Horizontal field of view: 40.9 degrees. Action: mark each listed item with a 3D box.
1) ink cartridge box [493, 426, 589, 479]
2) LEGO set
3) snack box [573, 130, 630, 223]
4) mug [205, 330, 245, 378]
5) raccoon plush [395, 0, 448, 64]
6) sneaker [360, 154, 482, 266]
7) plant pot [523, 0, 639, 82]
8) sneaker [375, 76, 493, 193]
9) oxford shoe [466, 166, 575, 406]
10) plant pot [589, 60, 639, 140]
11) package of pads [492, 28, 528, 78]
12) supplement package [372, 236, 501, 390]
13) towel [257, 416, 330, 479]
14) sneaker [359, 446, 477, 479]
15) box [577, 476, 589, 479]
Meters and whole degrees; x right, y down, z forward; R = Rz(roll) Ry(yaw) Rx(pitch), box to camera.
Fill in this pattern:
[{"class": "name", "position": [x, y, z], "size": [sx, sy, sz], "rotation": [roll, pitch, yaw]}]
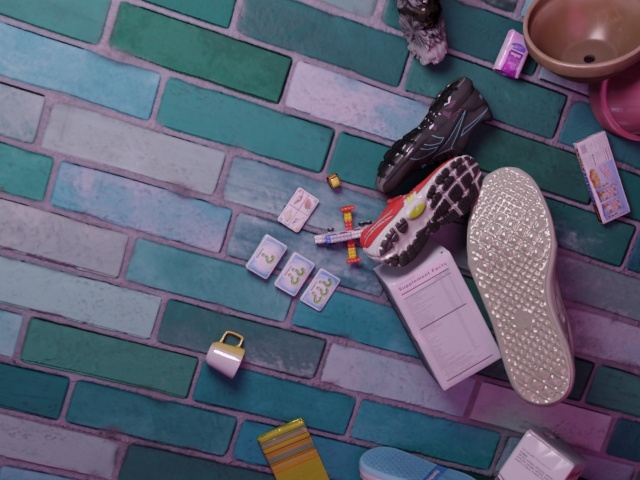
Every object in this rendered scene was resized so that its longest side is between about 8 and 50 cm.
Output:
[{"class": "ink cartridge box", "position": [0.410, 0.523, 1.737], "size": [0.114, 0.197, 0.273], "rotation": [35, 96, 27]}, {"class": "LEGO set", "position": [0.000, 0.000, 1.631], "size": [0.182, 0.060, 0.244], "rotation": [33, 94, -19]}, {"class": "snack box", "position": [0.564, -0.126, 1.718], "size": [0.064, 0.022, 0.178], "rotation": [-24, 105, -5]}, {"class": "mug", "position": [-0.185, 0.220, 1.653], "size": [0.064, 0.078, 0.062], "rotation": [24, 130, -5]}, {"class": "raccoon plush", "position": [0.205, -0.580, 1.515], "size": [0.299, 0.216, 0.446], "rotation": [-36, 136, -15]}, {"class": "sneaker", "position": [0.180, -0.068, 1.591], "size": [0.279, 0.118, 0.107], "rotation": [-39, 119, -17]}, {"class": "plant pot", "position": [0.497, -0.368, 1.580], "size": [0.237, 0.237, 0.110], "rotation": [-29, 143, -3]}, {"class": "sneaker", "position": [0.214, -0.179, 1.605], "size": [0.106, 0.101, 0.267], "rotation": [42, 93, -18]}, {"class": "oxford shoe", "position": [0.381, 0.086, 1.617], "size": [0.169, 0.130, 0.449], "rotation": [-14, 81, 20]}, {"class": "plant pot", "position": [0.640, -0.282, 1.615], "size": [0.201, 0.180, 0.201], "rotation": [-2, 103, -10]}, {"class": "package of pads", "position": [0.365, -0.353, 1.628], "size": [0.050, 0.032, 0.083], "rotation": [21, 98, -11]}, {"class": "supplement package", "position": [0.225, 0.138, 1.659], "size": [0.139, 0.134, 0.244], "rotation": [-29, 106, -2]}, {"class": "towel", "position": [-0.039, 0.479, 1.750], "size": [0.102, 0.021, 0.237], "rotation": [-22, 106, 1]}, {"class": "sneaker", "position": [0.215, 0.555, 1.695], "size": [0.127, 0.319, 0.208], "rotation": [-19, 118, -43]}, {"class": "box", "position": [0.589, 0.627, 1.796], "size": [0.168, 0.203, 0.167], "rotation": [22, 98, -14]}]
